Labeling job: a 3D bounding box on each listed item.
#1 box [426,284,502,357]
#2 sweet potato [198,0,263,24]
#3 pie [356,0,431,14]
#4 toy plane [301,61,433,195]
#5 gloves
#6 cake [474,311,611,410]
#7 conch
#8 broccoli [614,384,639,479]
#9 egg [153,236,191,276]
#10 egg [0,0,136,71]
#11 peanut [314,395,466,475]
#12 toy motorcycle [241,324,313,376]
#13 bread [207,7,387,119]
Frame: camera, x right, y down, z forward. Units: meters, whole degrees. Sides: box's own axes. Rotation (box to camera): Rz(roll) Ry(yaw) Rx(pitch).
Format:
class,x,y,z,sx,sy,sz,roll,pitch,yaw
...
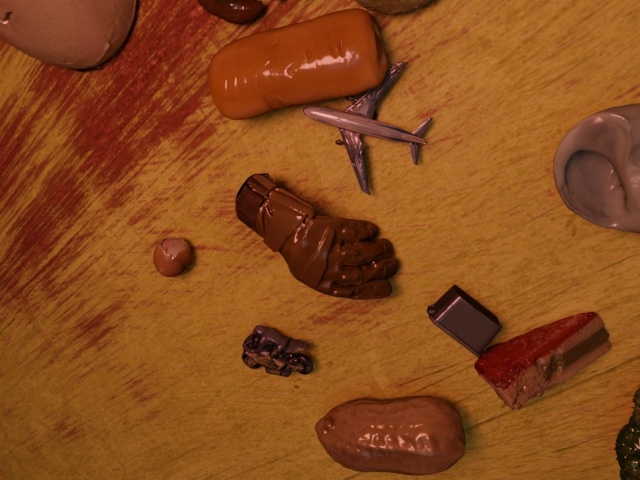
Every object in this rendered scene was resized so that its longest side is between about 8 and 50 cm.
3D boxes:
class,x,y,z,sx,sy,sz,roll,pitch,yaw
box,0.262,0.141,0.735,0.122,0.084,0.069,37,108,2
sweet potato,-0.186,-0.427,0.712,0.182,0.053,0.054,34,154,8
pie,0.110,-0.469,0.552,0.276,0.078,0.277,-1,113,-1
toy plane,0.076,-0.196,0.694,0.226,0.058,0.226,20,111,16
gloves,-0.007,0.004,0.746,0.331,0.141,0.154,35,114,5
cake,0.387,0.207,0.735,0.220,0.116,0.086,-33,99,-7
conch,0.444,-0.097,0.567,0.221,0.121,0.185,41,114,7
broccoli,0.607,0.335,0.600,0.294,0.245,0.265,-22,81,0
egg,-0.329,0.040,0.903,0.080,0.080,0.097,21,127,11
egg,-0.513,-0.485,0.725,0.336,0.201,0.337,6,111,16
peanut,0.136,0.399,0.832,0.312,0.152,0.152,-13,103,22
toy motorcycle,-0.107,0.243,0.905,0.193,0.061,0.124,-4,114,28
bread,-0.047,-0.293,0.671,0.304,0.091,0.142,-6,84,20
